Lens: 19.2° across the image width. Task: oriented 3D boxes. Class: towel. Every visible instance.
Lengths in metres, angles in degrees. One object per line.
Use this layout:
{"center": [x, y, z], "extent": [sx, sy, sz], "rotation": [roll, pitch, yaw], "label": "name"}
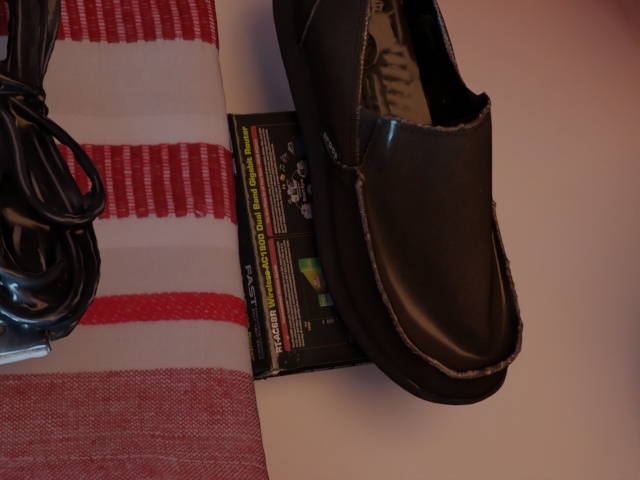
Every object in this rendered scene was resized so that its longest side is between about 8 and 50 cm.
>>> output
{"center": [-0.147, -0.043, 0.750], "extent": [0.237, 0.037, 0.329], "rotation": [3, 62, -20], "label": "towel"}

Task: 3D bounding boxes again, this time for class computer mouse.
{"center": [-0.216, -0.047, 0.667], "extent": [0.272, 0.072, 0.188], "rotation": [7, 57, -33], "label": "computer mouse"}

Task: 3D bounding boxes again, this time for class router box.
{"center": [0.000, 0.000, 0.884], "extent": [0.092, 0.038, 0.122], "rotation": [-5, 82, -29], "label": "router box"}

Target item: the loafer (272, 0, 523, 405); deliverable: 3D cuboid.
{"center": [0.039, -0.032, 0.842], "extent": [0.080, 0.078, 0.220], "rotation": [-20, 90, -30], "label": "loafer"}
